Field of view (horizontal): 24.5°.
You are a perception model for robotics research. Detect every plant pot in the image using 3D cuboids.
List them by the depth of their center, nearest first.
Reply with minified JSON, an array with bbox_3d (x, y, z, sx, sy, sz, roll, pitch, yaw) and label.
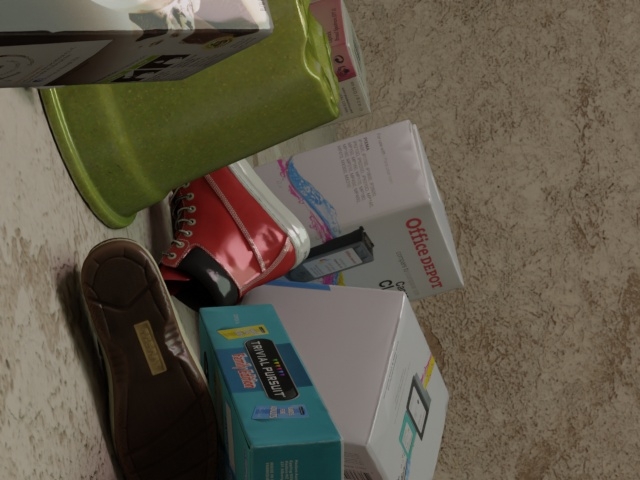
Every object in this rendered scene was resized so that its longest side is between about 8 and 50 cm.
[{"bbox_3d":[-0.122,-0.176,1.480,0.276,0.254,0.276,-15,90,-82],"label":"plant pot"}]

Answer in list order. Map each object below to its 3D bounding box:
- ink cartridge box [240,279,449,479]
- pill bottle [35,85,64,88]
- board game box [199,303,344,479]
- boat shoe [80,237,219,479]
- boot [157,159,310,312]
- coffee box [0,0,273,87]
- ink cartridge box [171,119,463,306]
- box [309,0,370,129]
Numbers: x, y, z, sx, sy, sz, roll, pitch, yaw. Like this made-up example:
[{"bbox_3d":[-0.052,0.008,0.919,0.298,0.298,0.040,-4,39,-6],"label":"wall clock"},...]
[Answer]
[{"bbox_3d":[0.018,0.200,1.754,0.270,0.198,0.197,64,36,-55],"label":"ink cartridge box"},{"bbox_3d":[-0.249,-0.201,1.328,0.065,0.065,0.116,53,23,-70],"label":"pill bottle"},{"bbox_3d":[-0.048,0.230,1.330,0.336,0.079,0.254,-124,-148,-70],"label":"board game box"},{"bbox_3d":[-0.150,0.119,1.325,0.095,0.095,0.257,-145,-136,-77],"label":"boat shoe"},{"bbox_3d":[-0.152,-0.030,1.629,0.244,0.176,0.088,45,-39,15],"label":"boot"},{"bbox_3d":[-0.191,-0.197,0.993,0.297,0.119,0.168,-10,84,-45],"label":"coffee box"},{"bbox_3d":[0.000,0.000,1.805,0.226,0.306,0.131,62,15,-57],"label":"ink cartridge box"},{"bbox_3d":[-0.057,-0.239,2.130,0.149,0.232,0.127,-95,167,-52],"label":"box"}]
